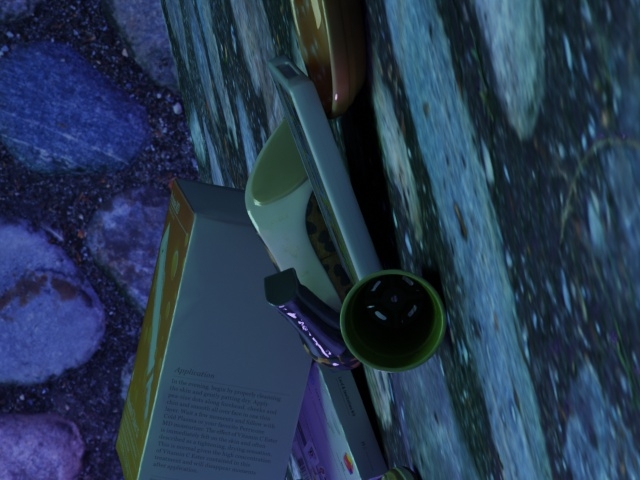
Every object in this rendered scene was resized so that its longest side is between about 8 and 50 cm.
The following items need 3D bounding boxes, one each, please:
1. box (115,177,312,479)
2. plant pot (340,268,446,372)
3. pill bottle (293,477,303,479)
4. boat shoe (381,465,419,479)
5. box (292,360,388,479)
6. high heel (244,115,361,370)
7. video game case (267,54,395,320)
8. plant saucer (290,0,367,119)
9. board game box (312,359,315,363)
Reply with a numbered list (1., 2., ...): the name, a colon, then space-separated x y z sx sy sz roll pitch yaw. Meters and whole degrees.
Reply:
1. box: -0.113 0.126 1.928 0.215 0.168 0.345 -132 54 -74
2. plant pot: 0.058 0.056 1.354 0.079 0.083 0.083 -79 -22 -79
3. pill bottle: 0.003 0.444 2.059 0.161 0.161 0.283 95 162 -67
4. boat shoe: 0.077 0.294 1.584 0.190 0.072 0.068 -109 10 -47
5. box: 0.009 0.219 1.919 0.186 0.038 0.145 129 123 -66
6. high heel: 0.000 0.000 1.752 0.186 0.093 0.261 48 -143 -50
7. video game case: 0.009 -0.053 1.556 0.206 0.026 0.227 -120 9 -75
8. plant saucer: 0.004 -0.206 1.466 0.200 0.037 0.200 168 90 -84
9. board game box: 0.010 0.173 2.026 0.092 0.043 0.181 -119 19 -68
